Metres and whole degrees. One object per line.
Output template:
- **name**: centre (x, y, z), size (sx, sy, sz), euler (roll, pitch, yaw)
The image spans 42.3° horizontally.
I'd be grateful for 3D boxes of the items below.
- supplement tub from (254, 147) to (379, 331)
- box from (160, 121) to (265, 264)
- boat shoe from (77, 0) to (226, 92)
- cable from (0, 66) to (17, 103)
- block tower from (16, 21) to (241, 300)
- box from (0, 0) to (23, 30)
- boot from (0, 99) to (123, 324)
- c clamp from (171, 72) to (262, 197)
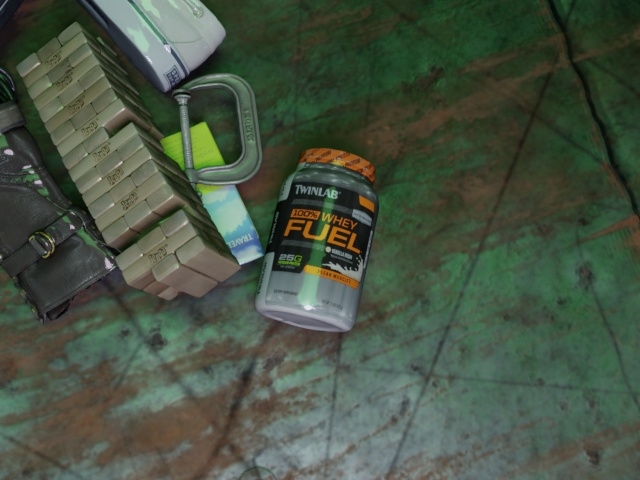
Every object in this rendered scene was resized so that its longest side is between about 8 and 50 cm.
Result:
- **supplement tub**: centre (0.000, 0.000, 0.933), size (0.117, 0.117, 0.190), euler (12, 76, -2)
- **box**: centre (-0.147, -0.038, 0.967), size (0.109, 0.042, 0.178), euler (-24, 79, -9)
- **boat shoe**: centre (-0.244, -0.363, 0.990), size (0.156, 0.136, 0.367), euler (-40, 86, -12)
- **cable**: centre (-0.445, -0.158, 0.971), size (0.184, 0.047, 0.150), euler (22, 76, 0)
- **block tower**: centre (-0.216, -0.088, 0.900), size (0.091, 0.097, 0.335), euler (-36, 67, 6)
- **box**: centre (-0.476, -0.298, 0.838), size (0.183, 0.294, 0.296), euler (19, 63, 10)
- **boot**: centre (-0.359, -0.005, 0.909), size (0.263, 0.091, 0.229), euler (-25, 103, 23)
- **c clamp**: centre (-0.136, -0.121, 0.956), size (0.137, 0.022, 0.160), euler (-1, 76, -4)
